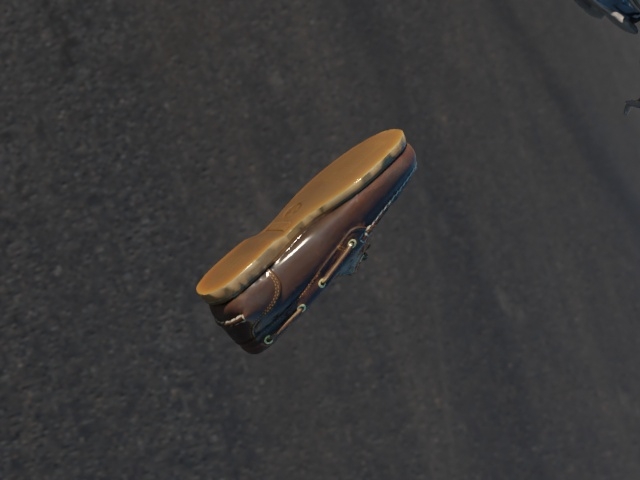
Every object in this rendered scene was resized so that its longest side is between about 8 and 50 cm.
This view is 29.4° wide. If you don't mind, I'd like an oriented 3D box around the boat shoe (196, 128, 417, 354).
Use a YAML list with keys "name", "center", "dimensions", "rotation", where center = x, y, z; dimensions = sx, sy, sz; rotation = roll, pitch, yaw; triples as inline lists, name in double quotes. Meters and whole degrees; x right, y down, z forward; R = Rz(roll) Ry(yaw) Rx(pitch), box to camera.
- name: "boat shoe"
  center: [0.000, 0.000, 0.940]
  dimensions: [0.073, 0.207, 0.073]
  rotation: [53, -13, -20]

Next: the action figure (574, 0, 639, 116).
- name: "action figure"
  center: [0.151, -0.146, 0.433]
  dimensions: [0.099, 0.185, 0.285]
  rotation: [-37, 146, -38]
